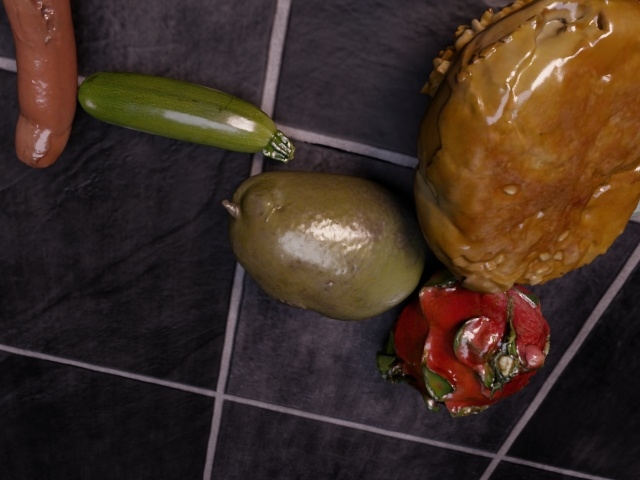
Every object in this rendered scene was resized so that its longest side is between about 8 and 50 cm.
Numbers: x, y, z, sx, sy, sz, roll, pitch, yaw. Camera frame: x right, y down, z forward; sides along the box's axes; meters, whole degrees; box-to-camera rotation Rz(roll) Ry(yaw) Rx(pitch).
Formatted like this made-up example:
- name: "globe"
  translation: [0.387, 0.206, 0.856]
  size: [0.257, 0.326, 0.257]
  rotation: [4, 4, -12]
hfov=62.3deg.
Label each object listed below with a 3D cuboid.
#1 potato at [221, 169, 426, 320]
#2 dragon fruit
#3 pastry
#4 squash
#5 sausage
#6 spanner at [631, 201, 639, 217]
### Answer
- name: "potato"
  translation: [0.000, 0.000, 0.625]
  size: [0.251, 0.159, 0.175]
  rotation: [19, 98, -20]
- name: "dragon fruit"
  translation: [0.164, 0.144, 0.670]
  size: [0.198, 0.200, 0.269]
  rotation: [40, 120, -6]
- name: "pastry"
  translation: [0.207, -0.097, 0.527]
  size: [0.254, 0.162, 0.311]
  rotation: [-14, 131, -12]
- name: "squash"
  translation: [-0.149, -0.144, 0.597]
  size: [0.251, 0.066, 0.066]
  rotation: [12, 124, -3]
- name: "sausage"
  translation: [-0.298, -0.216, 0.559]
  size: [0.078, 0.078, 0.305]
  rotation: [12, 123, -1]
- name: "spanner"
  translation: [0.412, -0.056, 0.619]
  size: [0.301, 0.017, 0.071]
  rotation: [-17, 119, 16]
